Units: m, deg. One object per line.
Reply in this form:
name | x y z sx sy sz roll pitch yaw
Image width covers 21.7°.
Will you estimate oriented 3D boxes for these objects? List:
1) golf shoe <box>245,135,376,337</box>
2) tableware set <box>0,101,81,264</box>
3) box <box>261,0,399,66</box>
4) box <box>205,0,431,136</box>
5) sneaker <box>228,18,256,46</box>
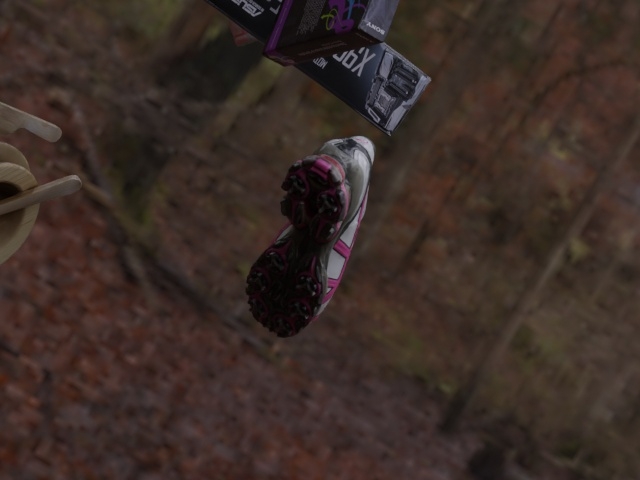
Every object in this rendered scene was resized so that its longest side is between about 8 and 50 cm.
golf shoe | 0.000 0.000 1.312 0.067 0.186 0.086 36 40 16
tableware set | -0.208 -0.021 0.863 0.039 0.128 0.194 37 8 29
box | 0.018 -0.202 1.323 0.029 0.116 0.162 26 -13 -25
box | -0.061 -0.248 1.696 0.307 0.076 0.242 33 6 -33
sneaker | -0.055 -0.268 1.902 0.134 0.070 0.051 -24 3 -43
